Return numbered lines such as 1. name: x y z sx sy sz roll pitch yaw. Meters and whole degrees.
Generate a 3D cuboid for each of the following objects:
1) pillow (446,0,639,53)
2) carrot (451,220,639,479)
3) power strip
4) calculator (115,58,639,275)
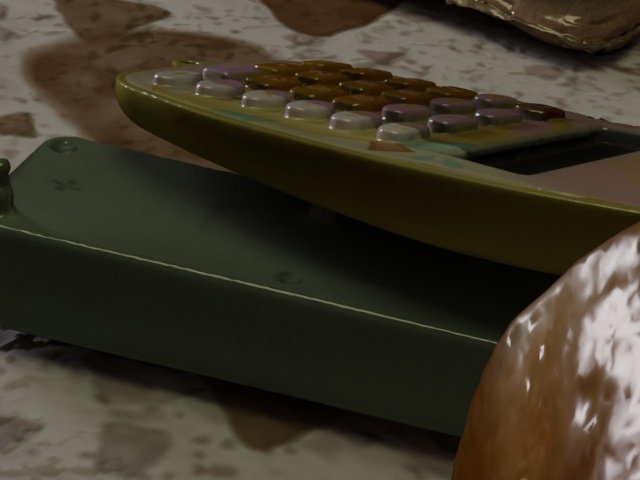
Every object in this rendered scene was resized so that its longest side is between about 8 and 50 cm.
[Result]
1. pillow: 0.079 -0.150 0.946 0.211 0.034 0.135 24 28 23
2. carrot: 0.101 0.128 0.293 0.196 0.196 0.254 11 33 4
3. power strip: 0.000 0.000 0.615 0.216 0.061 0.145 13 24 6
4. calculator: 0.038 -0.032 0.615 0.237 0.033 0.157 19 20 33
